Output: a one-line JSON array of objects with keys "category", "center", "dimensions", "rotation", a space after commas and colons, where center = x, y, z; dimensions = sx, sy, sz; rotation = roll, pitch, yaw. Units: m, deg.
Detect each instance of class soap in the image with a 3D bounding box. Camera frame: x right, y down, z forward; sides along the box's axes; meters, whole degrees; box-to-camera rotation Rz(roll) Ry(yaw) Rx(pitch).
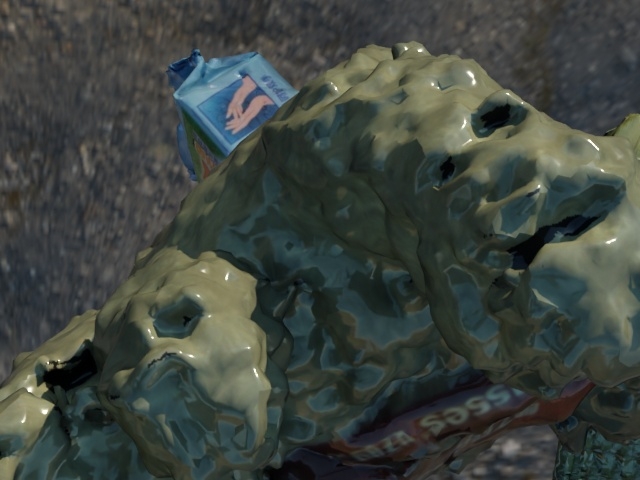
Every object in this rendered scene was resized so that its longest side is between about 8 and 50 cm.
[{"category": "soap", "center": [0.000, 0.000, 1.112], "dimensions": [0.077, 0.156, 0.293], "rotation": [-33, 58, -15]}]

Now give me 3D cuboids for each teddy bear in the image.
[{"category": "teddy bear", "center": [-0.019, 0.075, 0.766], "dimensions": [0.367, 0.357, 0.224], "rotation": [-42, 76, 3]}]

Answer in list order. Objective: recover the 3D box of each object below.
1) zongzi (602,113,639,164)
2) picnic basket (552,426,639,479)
[{"category": "zongzi", "center": [0.173, -0.012, 1.045], "dimensions": [0.052, 0.104, 0.113], "rotation": [23, 72, 4]}, {"category": "picnic basket", "center": [0.257, 0.103, 1.073], "dimensions": [0.196, 0.154, 0.134], "rotation": [7, 98, 16]}]
